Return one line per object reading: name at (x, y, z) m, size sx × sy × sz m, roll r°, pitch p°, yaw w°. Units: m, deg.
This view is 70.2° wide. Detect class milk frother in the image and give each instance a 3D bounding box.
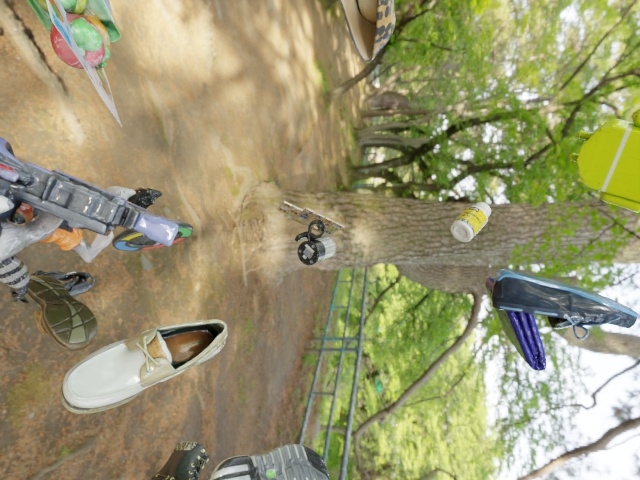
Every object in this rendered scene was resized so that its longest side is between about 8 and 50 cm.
milk frother at (0.000, 0.000, 1.559) m, size 0.129 × 0.143 × 0.134 m, roll 59°, pitch 28°, yaw 7°

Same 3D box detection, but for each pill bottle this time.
pill bottle at (0.403, -0.053, 1.210) m, size 0.116 × 0.065 × 0.065 m, roll -40°, pitch 138°, yaw -29°

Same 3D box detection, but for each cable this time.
cable at (-0.653, 0.103, 1.087) m, size 0.184 × 0.150 × 0.047 m, roll -32°, pitch 133°, yaw -67°

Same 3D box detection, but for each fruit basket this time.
fruit basket at (-0.555, -0.497, 1.062) m, size 0.353 × 0.165 × 0.327 m, roll 60°, pitch -11°, yaw 21°

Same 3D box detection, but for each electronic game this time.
electronic game at (-0.491, -0.011, 1.344) m, size 0.229 × 0.229 × 0.048 m, roll 37°, pitch 36°, yaw -78°

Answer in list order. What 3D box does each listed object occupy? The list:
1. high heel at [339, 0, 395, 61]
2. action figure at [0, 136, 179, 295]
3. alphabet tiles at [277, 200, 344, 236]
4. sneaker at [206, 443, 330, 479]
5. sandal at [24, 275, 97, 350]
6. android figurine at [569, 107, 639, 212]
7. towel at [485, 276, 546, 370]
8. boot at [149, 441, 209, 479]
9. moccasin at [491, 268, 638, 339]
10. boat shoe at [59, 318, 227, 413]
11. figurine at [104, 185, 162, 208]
high heel at (0.042, -0.343, 0.653) m, size 0.261 × 0.093 × 0.186 m, roll -34°, pitch 140°, yaw -47°
action figure at (-0.357, -0.010, 0.546) m, size 0.330 × 0.341 × 0.179 m, roll 144°, pitch -32°, yaw -76°
alphabet tiles at (-0.045, -0.083, 1.721) m, size 0.009 × 0.237 × 0.198 m, roll -68°, pitch -168°, yaw -15°
sneaker at (-0.100, 0.378, 0.699) m, size 0.228 × 0.132 × 0.086 m, roll 25°, pitch 35°, yaw -42°
sandal at (-0.476, 0.135, 0.812) m, size 0.090 × 0.219 × 0.060 m, roll 4°, pitch 113°, yaw -60°
android figurine at (0.719, -0.179, 1.040) m, size 0.056 × 0.273 × 0.248 m, roll -40°, pitch 140°, yaw -33°
towel at (0.610, 0.245, 1.415) m, size 0.308 × 0.076 × 0.228 m, roll -45°, pitch 112°, yaw -78°
boot at (-0.319, 0.596, 1.143) m, size 0.178 × 0.236 × 0.085 m, roll -51°, pitch 134°, yaw -62°
moccasin at (0.608, 0.168, 1.164) m, size 0.138 × 0.342 × 0.117 m, roll -20°, pitch 125°, yaw -74°
boat shoe at (-0.310, 0.210, 0.836) m, size 0.302 × 0.103 × 0.113 m, roll -19°, pitch 70°, yaw -44°
figurine at (-0.552, -0.101, 1.183) m, size 0.215 × 0.209 × 0.092 m, roll -32°, pitch 110°, yaw -80°
